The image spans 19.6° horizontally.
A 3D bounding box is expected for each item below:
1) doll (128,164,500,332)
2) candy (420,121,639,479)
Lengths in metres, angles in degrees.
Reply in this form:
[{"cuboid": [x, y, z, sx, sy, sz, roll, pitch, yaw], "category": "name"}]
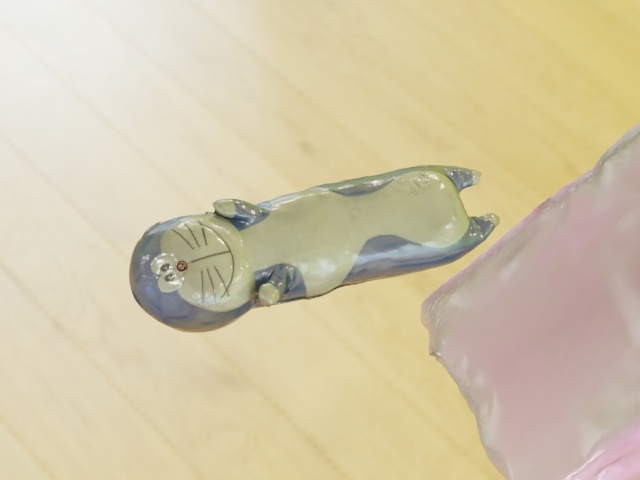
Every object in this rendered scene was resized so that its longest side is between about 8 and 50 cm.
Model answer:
[{"cuboid": [0.000, 0.000, 0.568, 0.125, 0.027, 0.037, -15, 73, -25], "category": "doll"}, {"cuboid": [0.192, 0.025, 0.925, 0.116, 0.265, 0.155, 32, 24, -48], "category": "candy"}]
